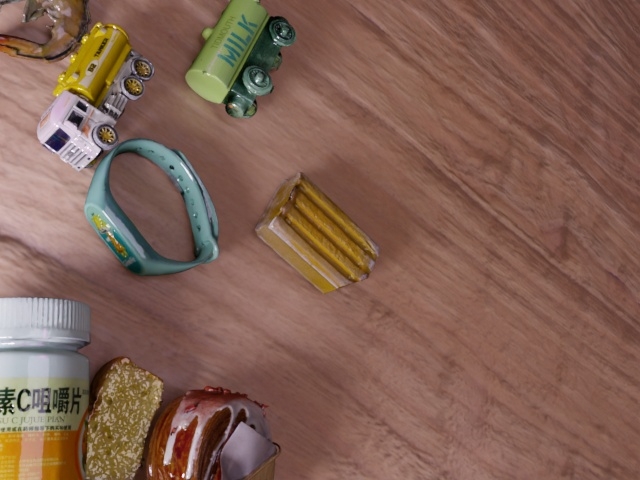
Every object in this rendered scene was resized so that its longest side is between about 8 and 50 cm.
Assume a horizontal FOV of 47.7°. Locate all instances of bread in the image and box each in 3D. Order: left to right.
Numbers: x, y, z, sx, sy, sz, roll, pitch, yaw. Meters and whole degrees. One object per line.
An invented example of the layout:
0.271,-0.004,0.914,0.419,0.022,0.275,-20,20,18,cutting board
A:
-0.295,0.263,1.031,0.103,0.065,0.187,28,59,-33,bread
-0.163,0.329,1.069,0.224,0.142,0.212,-24,106,-55,bread

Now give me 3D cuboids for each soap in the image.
0.000,0.000,1.354,0.232,0.073,0.140,43,55,-23,soap

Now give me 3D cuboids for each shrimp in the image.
-0.462,-0.345,1.085,0.253,0.058,0.173,-24,101,-41,shrimp

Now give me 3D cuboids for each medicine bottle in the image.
-0.373,0.240,0.908,0.158,0.158,0.318,9,72,-38,medicine bottle

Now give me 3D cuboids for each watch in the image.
-0.262,-0.045,1.155,0.237,0.068,0.195,53,48,-10,watch

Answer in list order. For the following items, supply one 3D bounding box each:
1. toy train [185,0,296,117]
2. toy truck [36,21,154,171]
-0.146,-0.343,1.328,0.157,0.105,0.253,30,58,-14,toy train
-0.348,-0.224,1.113,0.114,0.098,0.227,34,55,-26,toy truck
